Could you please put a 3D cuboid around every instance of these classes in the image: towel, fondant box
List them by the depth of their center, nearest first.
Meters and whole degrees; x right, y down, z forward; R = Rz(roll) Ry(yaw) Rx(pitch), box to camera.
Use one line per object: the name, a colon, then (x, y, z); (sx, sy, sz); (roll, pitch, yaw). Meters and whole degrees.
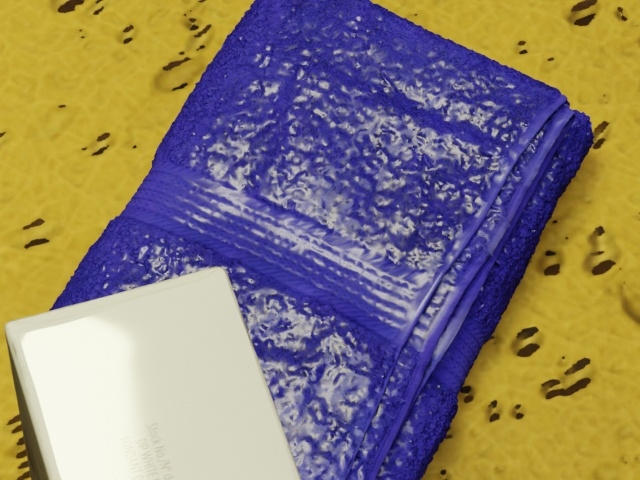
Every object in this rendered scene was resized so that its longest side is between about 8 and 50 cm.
fondant box: (-0.055, 0.188, 0.841); (0.096, 0.330, 0.238); (-16, 68, -13)
towel: (0.000, 0.000, 1.071); (0.227, 0.076, 0.308); (27, 67, 7)
